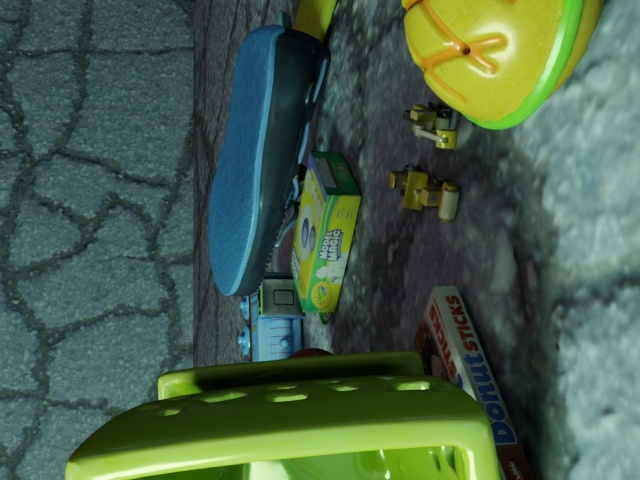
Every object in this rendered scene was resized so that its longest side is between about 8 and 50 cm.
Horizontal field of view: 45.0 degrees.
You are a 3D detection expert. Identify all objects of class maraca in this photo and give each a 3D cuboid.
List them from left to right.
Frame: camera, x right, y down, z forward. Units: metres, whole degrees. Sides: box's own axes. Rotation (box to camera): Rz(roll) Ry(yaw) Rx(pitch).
[{"bbox_3d":[0.097,-0.149,0.401,0.127,0.099,0.186,-131,38,-50],"label":"maraca"}]

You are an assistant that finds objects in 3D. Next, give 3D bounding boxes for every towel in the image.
[{"bbox_3d":[-0.007,-0.277,0.988,0.237,0.021,0.102,111,150,-50],"label":"towel"}]

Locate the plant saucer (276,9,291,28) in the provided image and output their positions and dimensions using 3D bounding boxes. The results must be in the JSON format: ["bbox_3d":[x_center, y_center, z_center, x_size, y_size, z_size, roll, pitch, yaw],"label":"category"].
[{"bbox_3d":[-0.051,-0.251,1.149,0.067,0.018,0.192,115,152,-56],"label":"plant saucer"}]

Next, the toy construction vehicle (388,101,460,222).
[{"bbox_3d":[0.078,-0.061,0.599,0.098,0.035,0.086,-118,33,-62],"label":"toy construction vehicle"}]

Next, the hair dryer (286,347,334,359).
[{"bbox_3d":[0.011,0.223,0.807,0.293,0.080,0.224,114,138,-68],"label":"hair dryer"}]

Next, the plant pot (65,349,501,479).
[{"bbox_3d":[-0.011,0.192,0.502,0.207,0.227,0.228,-96,0,-82],"label":"plant pot"}]

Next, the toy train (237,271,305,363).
[{"bbox_3d":[-0.065,0.130,1.048,0.105,0.080,0.184,144,127,-64],"label":"toy train"}]

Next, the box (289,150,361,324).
[{"bbox_3d":[0.000,0.000,0.880,0.105,0.043,0.179,-109,24,-55],"label":"box"}]

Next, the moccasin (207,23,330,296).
[{"bbox_3d":[-0.052,-0.084,0.954,0.137,0.116,0.342,41,123,46],"label":"moccasin"}]

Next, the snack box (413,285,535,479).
[{"bbox_3d":[0.101,0.117,0.517,0.178,0.022,0.064,-104,20,-45],"label":"snack box"}]
